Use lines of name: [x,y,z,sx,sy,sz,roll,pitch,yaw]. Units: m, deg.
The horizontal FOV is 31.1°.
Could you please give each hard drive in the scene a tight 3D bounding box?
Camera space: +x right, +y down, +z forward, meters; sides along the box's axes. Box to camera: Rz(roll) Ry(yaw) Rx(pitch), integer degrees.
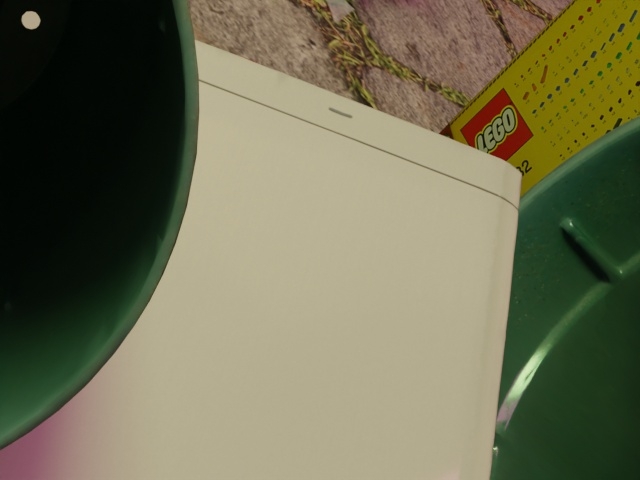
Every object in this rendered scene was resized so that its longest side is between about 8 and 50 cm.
hard drive: [-0.027,0.053,0.557,0.233,0.047,0.353,21,47,-6]

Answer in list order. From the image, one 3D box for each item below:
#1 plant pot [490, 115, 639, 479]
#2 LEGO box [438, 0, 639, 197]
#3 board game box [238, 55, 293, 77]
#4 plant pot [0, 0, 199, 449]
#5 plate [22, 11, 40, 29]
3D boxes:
plant pot: [0.267,0.137,0.689,0.334,0.341,0.341,43,29,-18]
LEGO box: [0.382,-0.122,0.945,0.373,0.500,0.193,9,46,-46]
board game box: [0.000,0.000,0.727,0.193,0.053,0.305,21,34,-6]
plant pot: [-0.194,-0.086,0.437,0.293,0.293,0.235,34,15,-18]
plate: [-0.192,-0.192,0.694,0.278,0.045,0.277,-33,110,-59]
